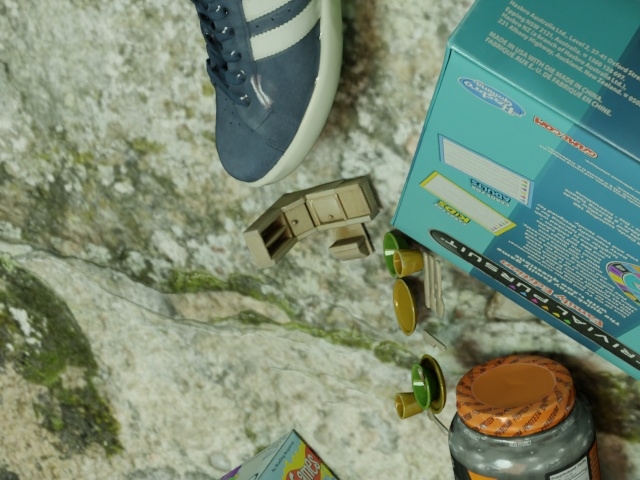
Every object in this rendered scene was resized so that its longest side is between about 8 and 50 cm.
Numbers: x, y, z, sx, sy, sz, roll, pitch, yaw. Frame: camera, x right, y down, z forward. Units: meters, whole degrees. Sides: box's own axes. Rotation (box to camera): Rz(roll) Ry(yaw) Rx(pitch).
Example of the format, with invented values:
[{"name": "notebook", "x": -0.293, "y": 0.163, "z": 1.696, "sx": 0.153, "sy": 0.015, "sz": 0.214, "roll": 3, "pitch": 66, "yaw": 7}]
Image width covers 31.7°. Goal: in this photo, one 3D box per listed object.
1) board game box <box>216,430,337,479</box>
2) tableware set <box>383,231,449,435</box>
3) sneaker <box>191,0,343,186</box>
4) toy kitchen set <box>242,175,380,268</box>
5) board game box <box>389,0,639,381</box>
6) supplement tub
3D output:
[{"name": "board game box", "x": -0.006, "y": 0.342, "z": 1.047, "sx": 0.275, "sy": 0.142, "sz": 0.144, "roll": 49, "pitch": 125, "yaw": -5}, {"name": "tableware set", "x": 0.071, "y": 0.074, "z": 0.901, "sx": 0.024, "sy": 0.104, "sz": 0.154, "roll": -9, "pitch": 107, "yaw": -15}, {"name": "sneaker", "x": -0.065, "y": -0.193, "z": 0.767, "sx": 0.131, "sy": 0.148, "sz": 0.350, "roll": 41, "pitch": 132, "yaw": 44}, {"name": "toy kitchen set", "x": 0.000, "y": 0.000, "z": 0.905, "sx": 0.083, "sy": 0.075, "sz": 0.068, "roll": -12, "pitch": 111, "yaw": 34}, {"name": "board game box", "x": 0.181, "y": -0.017, "z": 0.688, "sx": 0.254, "sy": 0.079, "sz": 0.336, "roll": 33, "pitch": 168, "yaw": 6}, {"name": "supplement tub", "x": 0.167, "y": 0.196, "z": 0.905, "sx": 0.117, "sy": 0.117, "sz": 0.190, "roll": -1, "pitch": 114, "yaw": 26}]
